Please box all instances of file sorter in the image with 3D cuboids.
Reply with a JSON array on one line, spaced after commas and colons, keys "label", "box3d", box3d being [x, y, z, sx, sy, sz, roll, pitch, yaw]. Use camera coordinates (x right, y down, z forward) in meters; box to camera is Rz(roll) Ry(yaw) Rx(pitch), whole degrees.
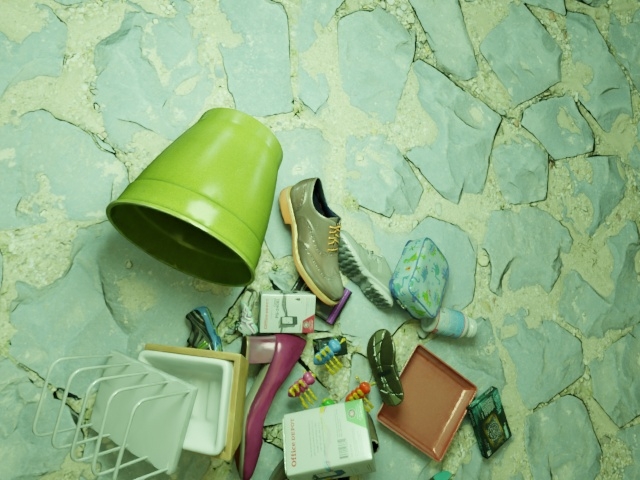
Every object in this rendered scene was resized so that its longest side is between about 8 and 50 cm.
[{"label": "file sorter", "box3d": [-0.449, 0.378, 0.998, 0.278, 0.173, 0.192, 13, 87, 27]}]

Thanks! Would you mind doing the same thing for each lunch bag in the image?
[{"label": "lunch bag", "box3d": [0.302, 0.116, 1.371, 0.176, 0.090, 0.218, 46, 53, -27]}]

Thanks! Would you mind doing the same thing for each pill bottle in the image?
[{"label": "pill bottle", "box3d": [0.401, 0.257, 1.426, 0.160, 0.087, 0.087, 16, 79, -15]}]

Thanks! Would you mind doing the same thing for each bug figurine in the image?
[{"label": "bug figurine", "box3d": [0.025, 0.401, 1.267, 0.216, 0.072, 0.278, -36, 118, -9]}]

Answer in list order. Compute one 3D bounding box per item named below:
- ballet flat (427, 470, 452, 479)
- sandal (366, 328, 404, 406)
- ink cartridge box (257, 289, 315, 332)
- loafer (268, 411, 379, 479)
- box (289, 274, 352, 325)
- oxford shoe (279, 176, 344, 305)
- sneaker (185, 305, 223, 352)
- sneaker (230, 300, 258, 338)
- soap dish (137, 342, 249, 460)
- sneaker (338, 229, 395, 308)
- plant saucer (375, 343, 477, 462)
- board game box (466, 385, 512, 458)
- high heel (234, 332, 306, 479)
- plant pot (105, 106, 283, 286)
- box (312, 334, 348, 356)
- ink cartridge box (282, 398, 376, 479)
[{"label": "ballet flat", "box3d": [0.345, 0.733, 1.379, 0.115, 0.041, 0.041, -18, 89, -19]}, {"label": "sandal", "box3d": [0.197, 0.372, 1.349, 0.090, 0.060, 0.219, -22, 68, 14]}, {"label": "ink cartridge box", "box3d": [-0.094, 0.196, 1.262, 0.151, 0.063, 0.109, 2, 95, -11]}, {"label": "loafer", "box3d": [0.007, 0.598, 1.202, 0.366, 0.130, 0.133, -42, 113, -9]}, {"label": "box", "box3d": [-0.001, 0.157, 1.336, 0.162, 0.029, 0.116, 35, 74, -12]}, {"label": "oxford shoe", "box3d": [0.000, 0.000, 1.267, 0.130, 0.133, 0.363, -12, 80, -58]}, {"label": "sneaker", "box3d": [-0.308, 0.269, 1.210, 0.078, 0.067, 0.188, -15, 90, 2]}, {"label": "sneaker", "box3d": [-0.218, 0.221, 1.251, 0.069, 0.038, 0.098, -23, 91, -20]}, {"label": "soap dish", "box3d": [-0.308, 0.372, 1.096, 0.291, 0.118, 0.228, 0, 80, 25]}, {"label": "sneaker", "box3d": [0.136, 0.070, 1.369, 0.281, 0.105, 0.115, 51, 57, -14]}, {"label": "plant saucer", "box3d": [0.318, 0.487, 1.391, 0.259, 0.048, 0.259, 38, 73, -10]}, {"label": "board game box", "box3d": [0.531, 0.569, 1.437, 0.126, 0.026, 0.186, -26, 104, -27]}, {"label": "high heel", "box3d": [-0.128, 0.437, 1.215, 0.182, 0.127, 0.376, 7, 85, -24]}, {"label": "plant pot", "box3d": [-0.264, -0.124, 1.143, 0.367, 0.366, 0.352, 29, 63, -13]}, {"label": "box", "box3d": [0.027, 0.303, 1.309, 0.084, 0.062, 0.052, -5, 86, -19]}, {"label": "ink cartridge box", "box3d": [0.020, 0.506, 1.151, 0.213, 0.093, 0.154, -13, 45, 4]}]
